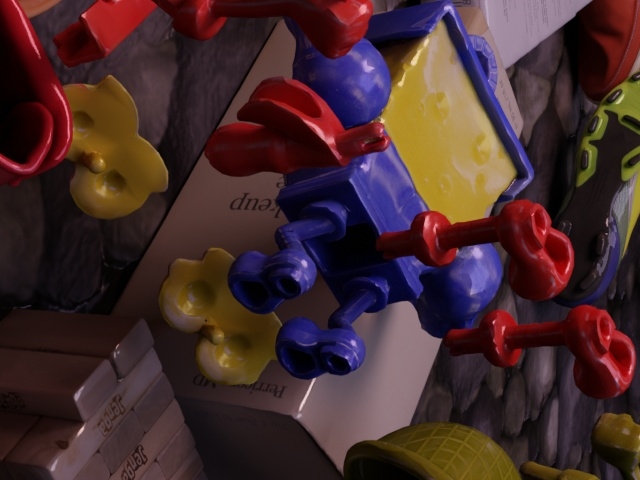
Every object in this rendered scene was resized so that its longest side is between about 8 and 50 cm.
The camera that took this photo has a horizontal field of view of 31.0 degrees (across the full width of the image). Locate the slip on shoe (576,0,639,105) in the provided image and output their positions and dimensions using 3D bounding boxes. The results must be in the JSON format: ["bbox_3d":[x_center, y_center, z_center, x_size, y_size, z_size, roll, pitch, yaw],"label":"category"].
[{"bbox_3d":[0.306,-0.308,1.266,0.101,0.123,0.331,-12,116,-20],"label":"slip on shoe"}]

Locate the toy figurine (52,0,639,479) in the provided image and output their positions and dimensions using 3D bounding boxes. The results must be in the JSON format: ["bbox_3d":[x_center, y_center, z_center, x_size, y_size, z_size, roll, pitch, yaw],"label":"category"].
[{"bbox_3d":[0.069,-0.013,0.535,0.362,0.191,0.217,57,43,-25],"label":"toy figurine"}]

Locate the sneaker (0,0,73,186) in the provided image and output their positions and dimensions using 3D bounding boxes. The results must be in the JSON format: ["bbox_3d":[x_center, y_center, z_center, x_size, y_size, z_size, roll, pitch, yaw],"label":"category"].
[{"bbox_3d":[-0.166,-0.007,0.434,0.087,0.128,0.221,-7,109,-50],"label":"sneaker"}]

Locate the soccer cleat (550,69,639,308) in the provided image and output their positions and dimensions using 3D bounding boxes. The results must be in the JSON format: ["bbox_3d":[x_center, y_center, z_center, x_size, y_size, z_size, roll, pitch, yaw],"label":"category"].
[{"bbox_3d":[0.322,-0.061,1.281,0.289,0.093,0.121,-65,161,-2],"label":"soccer cleat"}]

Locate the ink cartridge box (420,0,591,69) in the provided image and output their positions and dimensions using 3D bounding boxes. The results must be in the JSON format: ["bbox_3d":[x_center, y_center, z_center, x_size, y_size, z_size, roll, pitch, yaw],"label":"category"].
[{"bbox_3d":[0.166,-0.340,1.046,0.330,0.071,0.324,-40,126,-55],"label":"ink cartridge box"}]

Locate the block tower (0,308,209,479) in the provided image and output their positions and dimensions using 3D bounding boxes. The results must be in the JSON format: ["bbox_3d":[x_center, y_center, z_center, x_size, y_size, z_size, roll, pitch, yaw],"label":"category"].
[{"bbox_3d":[-0.099,0.197,0.635,0.091,0.097,0.335,-51,133,-44],"label":"block tower"}]

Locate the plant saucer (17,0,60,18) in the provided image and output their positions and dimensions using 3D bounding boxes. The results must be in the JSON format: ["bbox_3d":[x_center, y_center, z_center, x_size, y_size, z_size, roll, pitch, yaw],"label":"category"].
[{"bbox_3d":[-0.168,-0.198,0.526,0.200,0.037,0.199,-13,105,-58],"label":"plant saucer"}]

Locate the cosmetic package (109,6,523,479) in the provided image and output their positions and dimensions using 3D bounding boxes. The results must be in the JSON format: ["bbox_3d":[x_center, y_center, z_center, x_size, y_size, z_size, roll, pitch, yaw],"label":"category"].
[{"bbox_3d":[0.000,0.000,0.715,0.113,0.160,0.309,60,43,-41],"label":"cosmetic package"}]
